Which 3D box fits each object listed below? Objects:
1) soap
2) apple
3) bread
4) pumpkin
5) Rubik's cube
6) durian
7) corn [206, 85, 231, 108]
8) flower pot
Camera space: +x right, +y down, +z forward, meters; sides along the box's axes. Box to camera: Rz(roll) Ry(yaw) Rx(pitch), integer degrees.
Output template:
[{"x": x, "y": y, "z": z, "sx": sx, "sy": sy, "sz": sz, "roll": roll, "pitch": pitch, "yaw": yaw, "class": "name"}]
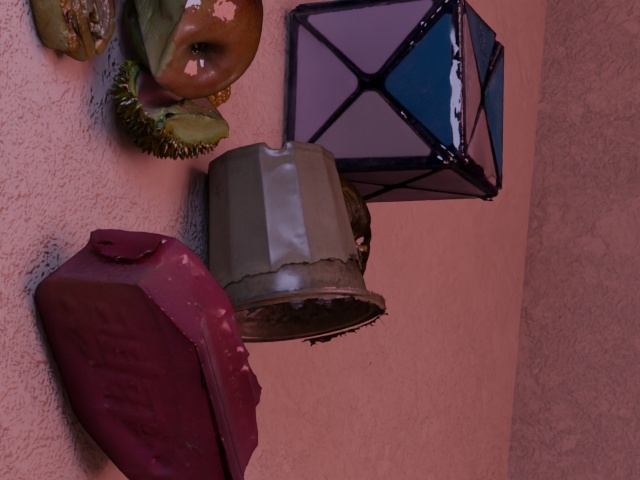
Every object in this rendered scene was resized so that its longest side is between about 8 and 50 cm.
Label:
[{"x": -0.199, "y": 0.142, "z": 1.555, "sx": 0.127, "sy": 0.220, "sz": 0.325, "roll": -55, "pitch": 138, "yaw": -59, "class": "soap"}, {"x": -0.155, "y": -0.287, "z": 1.659, "sx": 0.188, "sy": 0.173, "sz": 0.207, "roll": 62, "pitch": -28, "yaw": 31, "class": "apple"}, {"x": -0.293, "y": -0.292, "z": 1.551, "sx": 0.117, "sy": 0.064, "sz": 0.156, "roll": -38, "pitch": 122, "yaw": -59, "class": "bread"}, {"x": 0.000, "y": 0.000, "z": 2.077, "sx": 0.223, "sy": 0.157, "sz": 0.224, "roll": -37, "pitch": 133, "yaw": -55, "class": "pumpkin"}, {"x": 0.137, "y": -0.238, "z": 2.206, "sx": 0.307, "sy": 0.310, "sz": 0.305, "roll": 22, "pitch": 70, "yaw": -66, "class": "Rubik's cube"}, {"x": -0.213, "y": -0.161, "z": 1.690, "sx": 0.137, "sy": 0.095, "sz": 0.220, "roll": 46, "pitch": 12, "yaw": 13, "class": "durian"}, {"x": -0.173, "y": -0.279, "z": 1.810, "sx": 0.072, "sy": 0.072, "sz": 0.203, "roll": -50, "pitch": 133, "yaw": -56, "class": "corn"}, {"x": -0.054, "y": 0.005, "z": 1.853, "sx": 0.290, "sy": 0.290, "sz": 0.259, "roll": 29, "pitch": 52, "yaw": -62, "class": "flower pot"}]
